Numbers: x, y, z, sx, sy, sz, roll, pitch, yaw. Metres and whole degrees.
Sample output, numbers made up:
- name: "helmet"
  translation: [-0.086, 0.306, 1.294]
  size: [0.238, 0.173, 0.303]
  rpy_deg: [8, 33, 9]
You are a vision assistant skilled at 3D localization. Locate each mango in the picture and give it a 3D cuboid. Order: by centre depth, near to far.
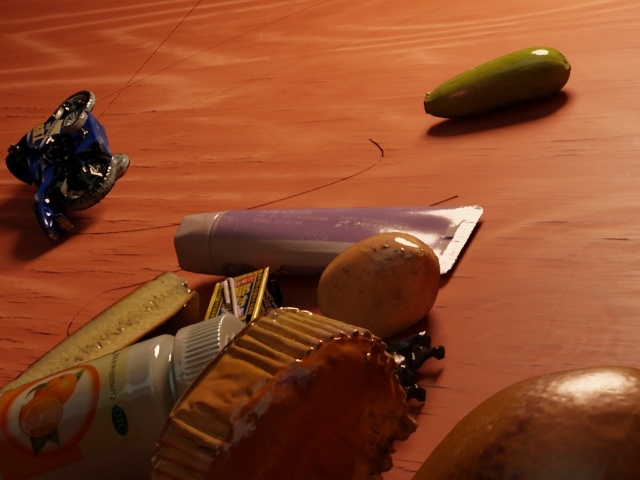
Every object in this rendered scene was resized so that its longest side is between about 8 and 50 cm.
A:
- name: "mango"
  translation: [0.152, 0.254, 1.138]
  size: [0.264, 0.221, 0.378]
  rpy_deg: [8, 52, 44]

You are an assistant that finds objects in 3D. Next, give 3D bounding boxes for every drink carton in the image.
- name: "drink carton"
  translation: [-0.091, 0.097, 1.816]
  size: [0.071, 0.056, 0.166]
  rpy_deg: [-16, 28, 16]

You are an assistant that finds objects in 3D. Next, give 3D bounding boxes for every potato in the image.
- name: "potato"
  translation: [0.064, 0.045, 1.719]
  size: [0.147, 0.112, 0.112]
  rpy_deg: [-19, 27, 30]

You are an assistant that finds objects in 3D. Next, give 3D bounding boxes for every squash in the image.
- name: "squash"
  translation: [0.218, -0.194, 2.045]
  size: [0.201, 0.066, 0.066]
  rpy_deg: [-14, 29, 31]

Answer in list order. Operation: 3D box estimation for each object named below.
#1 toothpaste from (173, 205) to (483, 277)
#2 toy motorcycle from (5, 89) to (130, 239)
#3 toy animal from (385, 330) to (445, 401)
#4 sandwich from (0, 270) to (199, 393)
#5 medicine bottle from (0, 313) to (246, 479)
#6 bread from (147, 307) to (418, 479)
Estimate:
- name: "toothpaste"
  translation: [0.000, 0.000, 1.892]
  size: [0.371, 0.080, 0.125]
  rpy_deg: [-3, 35, 31]
- name: "toy motorcycle"
  translation: [-0.381, -0.112, 2.406]
  size: [0.169, 0.113, 0.315]
  rpy_deg: [-35, 34, 8]
- name: "toy animal"
  translation: [0.069, 0.142, 1.601]
  size: [0.065, 0.047, 0.136]
  rpy_deg: [-14, 30, 35]
- name: "sandwich"
  translation: [-0.234, 0.142, 1.827]
  size: [0.258, 0.096, 0.094]
  rpy_deg: [-36, 34, -21]
- name: "medicine bottle"
  translation: [-0.210, 0.195, 1.637]
  size: [0.318, 0.158, 0.158]
  rpy_deg: [-21, 27, 13]
- name: "bread"
  translation: [-0.029, 0.185, 1.466]
  size: [0.250, 0.179, 0.133]
  rpy_deg: [-46, 31, -22]
